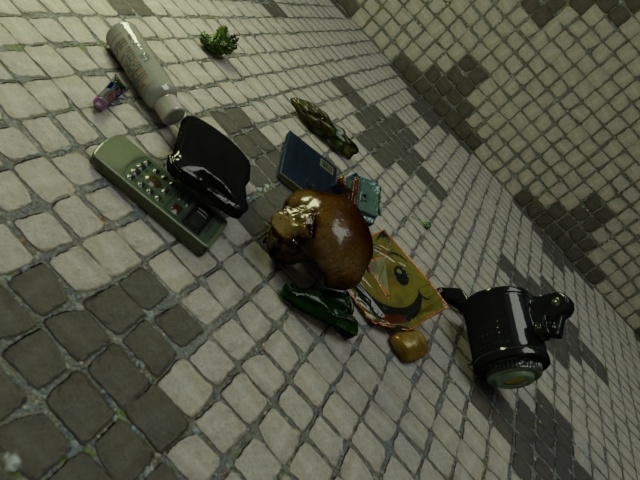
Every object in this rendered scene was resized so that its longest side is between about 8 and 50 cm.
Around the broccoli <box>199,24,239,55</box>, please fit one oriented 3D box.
[{"bbox_3d":[-0.299,-0.590,1.857,0.097,0.092,0.095,21,24,10],"label":"broccoli"}]

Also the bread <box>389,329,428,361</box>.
[{"bbox_3d":[0.223,0.252,1.544,0.115,0.056,0.082,9,46,-52],"label":"bread"}]

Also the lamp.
[{"bbox_3d":[0.502,0.272,1.755,0.205,0.374,0.272,32,62,-41],"label":"lamp"}]

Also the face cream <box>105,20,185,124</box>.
[{"bbox_3d":[-0.395,-0.377,1.442,0.269,0.082,0.082,56,28,14],"label":"face cream"}]

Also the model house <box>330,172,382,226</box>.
[{"bbox_3d":[0.078,-0.122,1.747,0.148,0.119,0.148,25,65,-38],"label":"model house"}]

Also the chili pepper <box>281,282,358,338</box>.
[{"bbox_3d":[0.006,0.141,1.372,0.216,0.062,0.108,30,25,-30],"label":"chili pepper"}]

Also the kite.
[{"bbox_3d":[0.174,0.092,1.629,0.377,0.013,0.328,18,44,-20],"label":"kite"}]

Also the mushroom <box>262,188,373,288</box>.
[{"bbox_3d":[0.004,-0.007,1.413,0.283,0.195,0.263,2,53,-55],"label":"mushroom"}]

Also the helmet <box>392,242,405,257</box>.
[{"bbox_3d":[0.187,0.049,1.763,0.111,0.057,0.089,47,-12,31],"label":"helmet"}]

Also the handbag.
[{"bbox_3d":[-0.236,-0.164,1.368,0.191,0.075,0.332,38,20,-22],"label":"handbag"}]

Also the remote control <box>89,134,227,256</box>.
[{"bbox_3d":[-0.312,-0.094,1.234,0.285,0.038,0.123,43,28,-10],"label":"remote control"}]

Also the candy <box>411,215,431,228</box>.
[{"bbox_3d":[0.350,-0.066,2.199,0.083,0.023,0.025,27,40,-17],"label":"candy"}]

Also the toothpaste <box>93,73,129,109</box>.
[{"bbox_3d":[-0.446,-0.311,1.339,0.045,0.028,0.170,49,21,-23],"label":"toothpaste"}]

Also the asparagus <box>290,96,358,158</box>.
[{"bbox_3d":[0.015,-0.366,2.039,0.287,0.080,0.080,40,28,-14],"label":"asparagus"}]

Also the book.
[{"bbox_3d":[-0.033,-0.192,1.792,0.191,0.025,0.269,37,29,-20],"label":"book"}]
